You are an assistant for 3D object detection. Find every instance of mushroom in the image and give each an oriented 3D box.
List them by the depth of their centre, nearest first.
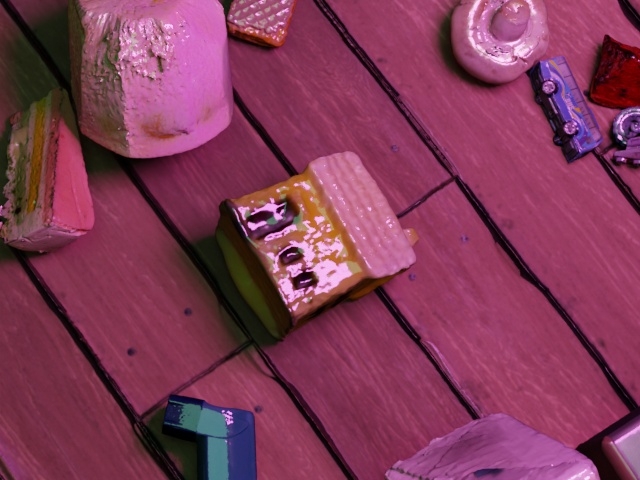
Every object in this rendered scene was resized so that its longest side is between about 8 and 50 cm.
[{"bbox_3d":[0.261,-0.304,1.766,0.154,0.122,0.154,2,78,-11],"label":"mushroom"}]

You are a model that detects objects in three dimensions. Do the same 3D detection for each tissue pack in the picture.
[{"bbox_3d":[0.252,0.426,1.449,0.207,0.297,0.380,-25,99,-10],"label":"tissue pack"}]

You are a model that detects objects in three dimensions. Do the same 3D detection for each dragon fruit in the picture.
[{"bbox_3d":[0.501,-0.249,1.774,0.192,0.122,0.092,13,61,2],"label":"dragon fruit"}]

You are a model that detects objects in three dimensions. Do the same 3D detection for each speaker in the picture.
[{"bbox_3d":[0.465,0.328,1.591,0.153,0.192,0.231,-30,79,-9],"label":"speaker"}]

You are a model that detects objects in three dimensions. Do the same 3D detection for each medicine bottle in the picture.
[{"bbox_3d":[-0.141,0.328,1.607,0.124,0.079,0.258,-3,77,-8],"label":"medicine bottle"}]

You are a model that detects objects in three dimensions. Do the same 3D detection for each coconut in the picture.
[{"bbox_3d":[-0.235,-0.224,1.661,0.233,0.245,0.233,-1,35,0],"label":"coconut"}]

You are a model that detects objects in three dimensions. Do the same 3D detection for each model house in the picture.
[{"bbox_3d":[0.000,0.000,1.665,0.234,0.175,0.193,-26,79,-20],"label":"model house"}]

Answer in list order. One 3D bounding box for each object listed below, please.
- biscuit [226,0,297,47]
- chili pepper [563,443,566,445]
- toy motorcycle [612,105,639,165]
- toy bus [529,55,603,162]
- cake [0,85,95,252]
[{"bbox_3d":[-0.046,-0.464,1.817,0.094,0.054,0.378,17,76,0],"label":"biscuit"},{"bbox_3d":[0.229,0.356,1.634,0.257,0.074,0.100,-28,77,-14],"label":"chili pepper"},{"bbox_3d":[0.525,-0.125,1.765,0.213,0.082,0.122,9,77,10],"label":"toy motorcycle"},{"bbox_3d":[0.357,-0.193,1.782,0.061,0.051,0.153,-21,78,-14],"label":"toy bus"},{"bbox_3d":[-0.374,-0.091,1.688,0.109,0.090,0.225,-22,59,31],"label":"cake"}]
